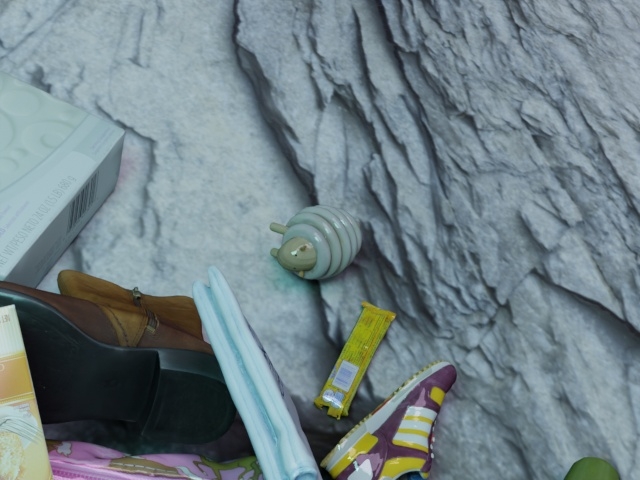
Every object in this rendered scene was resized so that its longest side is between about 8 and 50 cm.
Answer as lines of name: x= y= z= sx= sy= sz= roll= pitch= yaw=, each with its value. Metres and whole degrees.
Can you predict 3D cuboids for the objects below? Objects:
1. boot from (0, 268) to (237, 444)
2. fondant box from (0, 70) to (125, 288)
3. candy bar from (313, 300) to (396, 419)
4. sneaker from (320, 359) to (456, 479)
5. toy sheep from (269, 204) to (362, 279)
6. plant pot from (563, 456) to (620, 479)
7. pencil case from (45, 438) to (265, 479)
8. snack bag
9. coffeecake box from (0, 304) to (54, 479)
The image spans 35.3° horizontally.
boot: x=-0.209 y=0.061 z=0.871 sx=0.264 sy=0.096 sz=0.280 roll=13 pitch=12 yaw=-18
fondant box: x=-0.404 y=-0.083 z=1.023 sx=0.330 sy=0.096 sz=0.238 roll=25 pitch=47 yaw=3
candy bar: x=0.037 y=0.123 z=1.062 sx=0.040 sy=0.018 sz=0.161 roll=25 pitch=47 yaw=6
sneaker: x=0.086 y=0.194 z=0.992 sx=0.185 sy=0.069 sz=0.084 roll=-35 pitch=78 yaw=-33
toy sheep: x=0.000 y=0.000 z=1.112 sx=0.091 sy=0.091 sz=0.132 roll=42 pitch=44 yaw=16
plant pot: x=0.266 y=0.258 z=0.998 sx=0.083 sy=0.083 sz=0.079 roll=30 pitch=35 yaw=7
pencil case: x=-0.223 y=0.215 z=0.772 sx=0.386 sy=0.167 sz=0.160 roll=13 pitch=89 yaw=-12
snack bag: x=0.003 y=0.226 z=0.766 sx=0.037 sy=0.323 sz=0.342 roll=-23 pitch=58 yaw=-4
coffeecake box: x=-0.250 y=0.151 z=0.652 sx=0.142 sy=0.068 sz=0.185 roll=-12 pitch=81 yaw=-19
